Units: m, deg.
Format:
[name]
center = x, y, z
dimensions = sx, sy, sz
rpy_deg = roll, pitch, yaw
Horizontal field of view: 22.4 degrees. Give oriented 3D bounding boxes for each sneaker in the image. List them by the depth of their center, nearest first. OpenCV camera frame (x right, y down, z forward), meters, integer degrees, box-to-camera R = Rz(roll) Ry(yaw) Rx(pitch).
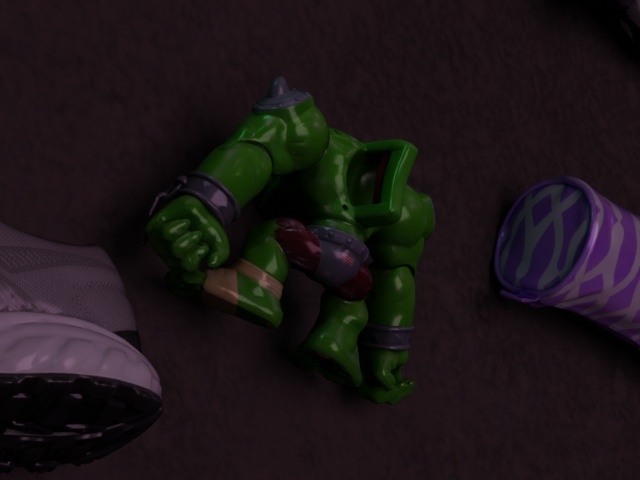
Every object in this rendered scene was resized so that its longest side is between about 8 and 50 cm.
[sneaker]
center = -0.196, 0.027, 0.678
dimensions = 0.272, 0.100, 0.108
rpy_deg = 14, 47, -36

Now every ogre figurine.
[ogre figurine]
center = 0.000, 0.000, 0.849
dimensions = 0.197, 0.097, 0.118
rpy_deg = 31, 73, -21

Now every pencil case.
[pencil case]
center = 0.202, 0.033, 1.036
dimensions = 0.206, 0.086, 0.088
rpy_deg = 28, 87, -34

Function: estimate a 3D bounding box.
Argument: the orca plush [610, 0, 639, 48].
[orca plush]
center = 0.186, -0.239, 1.065
dimensions = 0.151, 0.102, 0.287
rpy_deg = -58, 137, -16
